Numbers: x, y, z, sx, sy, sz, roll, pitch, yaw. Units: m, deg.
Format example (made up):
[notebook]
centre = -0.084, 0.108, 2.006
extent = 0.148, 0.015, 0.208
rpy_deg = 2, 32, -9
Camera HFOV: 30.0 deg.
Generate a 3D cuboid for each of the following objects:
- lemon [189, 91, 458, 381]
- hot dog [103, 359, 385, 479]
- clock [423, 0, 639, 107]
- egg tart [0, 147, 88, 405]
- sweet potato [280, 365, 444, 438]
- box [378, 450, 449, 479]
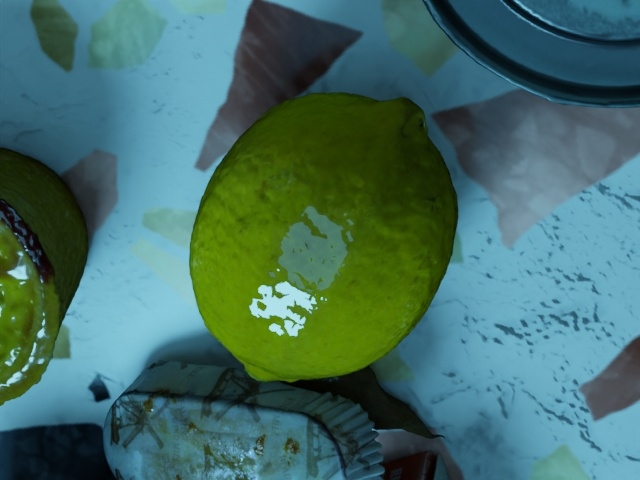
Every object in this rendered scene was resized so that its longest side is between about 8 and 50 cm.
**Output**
[lemon]
centre = 0.000, 0.000, 0.866
extent = 0.188, 0.188, 0.257
rpy_deg = 30, 116, -1
[hot dog]
centre = -0.067, 0.175, 0.975
extent = 0.268, 0.075, 0.144
rpy_deg = 7, 102, 33
[clock]
centre = 0.202, -0.244, 0.797
extent = 0.312, 0.061, 0.313
rpy_deg = 4, 112, 10
[egg tart]
centre = -0.287, 0.020, 0.943
extent = 0.215, 0.171, 0.215
rpy_deg = 4, 112, 9
[sweet potato]
centre = 0.019, 0.118, 0.987
extent = 0.195, 0.056, 0.056
rpy_deg = 33, 114, -9
[box]
centre = 0.086, 0.290, 0.995
extent = 0.099, 0.133, 0.182
rpy_deg = -20, 104, 19
